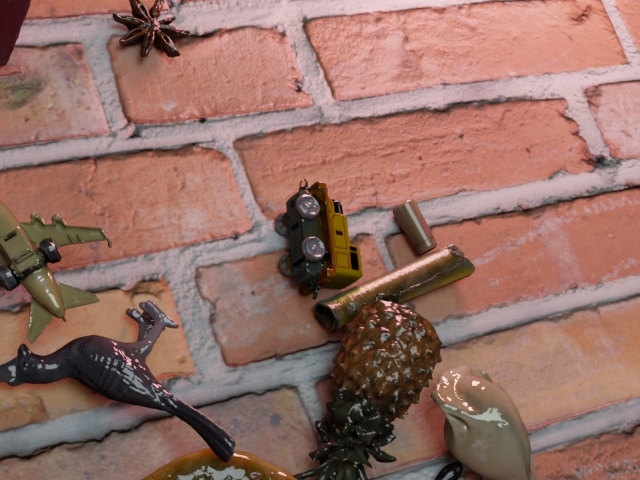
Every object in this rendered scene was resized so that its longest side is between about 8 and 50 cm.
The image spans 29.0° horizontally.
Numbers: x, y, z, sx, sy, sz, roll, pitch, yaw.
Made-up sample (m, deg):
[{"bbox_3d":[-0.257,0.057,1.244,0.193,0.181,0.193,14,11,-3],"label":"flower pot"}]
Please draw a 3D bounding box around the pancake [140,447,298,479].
[{"bbox_3d":[-0.131,0.480,1.760,0.387,0.082,0.387,8,63,-15],"label":"pancake"}]

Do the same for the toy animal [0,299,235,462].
[{"bbox_3d":[-0.281,0.184,1.830,0.367,0.081,0.206,19,52,-5],"label":"toy animal"}]

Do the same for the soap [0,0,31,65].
[{"bbox_3d":[-0.533,-0.492,1.971,0.128,0.233,0.360,8,62,-24],"label":"soap"}]

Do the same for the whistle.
[{"bbox_3d":[0.131,0.077,2.109,0.326,0.057,0.068,-21,67,-33],"label":"whistle"}]

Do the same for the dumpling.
[{"bbox_3d":[0.281,0.300,2.037,0.252,0.131,0.179,41,24,-11],"label":"dumpling"}]

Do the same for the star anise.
[{"bbox_3d":[-0.298,-0.366,2.135,0.141,0.042,0.141,12,62,-24],"label":"star anise"}]

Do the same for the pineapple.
[{"bbox_3d":[0.063,0.265,1.931,0.169,0.169,0.340,34,62,-7],"label":"pineapple"}]

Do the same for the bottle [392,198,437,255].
[{"bbox_3d":[0.168,-0.023,2.186,0.045,0.045,0.096,-22,79,-33],"label":"bottle"}]

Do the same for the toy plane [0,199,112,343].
[{"bbox_3d":[-0.441,0.022,1.827,0.242,0.104,0.256,-34,78,-11],"label":"toy plane"}]

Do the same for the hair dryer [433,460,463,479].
[{"bbox_3d":[0.216,0.409,2.004,0.079,0.031,0.083,-40,94,-24],"label":"hair dryer"}]

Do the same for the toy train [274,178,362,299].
[{"bbox_3d":[0.000,0.000,2.070,0.127,0.089,0.219,11,60,-33],"label":"toy train"}]
